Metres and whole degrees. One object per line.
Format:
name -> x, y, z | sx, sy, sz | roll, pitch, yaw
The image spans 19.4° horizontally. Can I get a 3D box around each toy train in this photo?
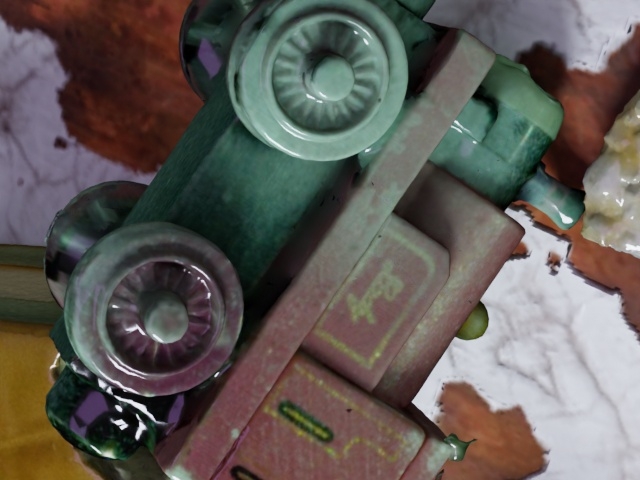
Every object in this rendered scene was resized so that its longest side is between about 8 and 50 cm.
toy train -> 0.000, 0.000, 0.946 | 0.221, 0.150, 0.304 | 33, 92, -19

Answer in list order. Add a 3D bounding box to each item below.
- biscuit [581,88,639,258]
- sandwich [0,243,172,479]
biscuit -> 0.250, -0.024, 0.903 | 0.265, 0.040, 0.188 | -6, 102, 31
sandwich -> -0.171, 0.068, 1.090 | 0.198, 0.155, 0.227 | -36, 86, 30
